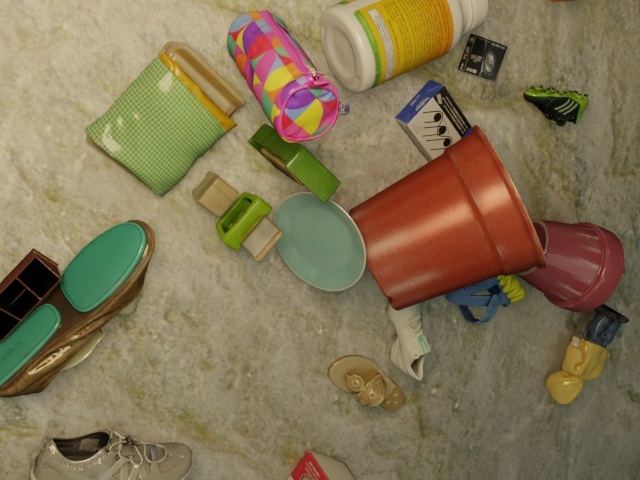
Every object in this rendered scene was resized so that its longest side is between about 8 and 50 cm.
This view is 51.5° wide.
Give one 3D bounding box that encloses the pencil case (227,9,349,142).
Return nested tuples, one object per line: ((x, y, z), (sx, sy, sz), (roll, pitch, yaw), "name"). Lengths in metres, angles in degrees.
((-0.052, -0.233, 0.919), (0.104, 0.236, 0.104), (-18, 137, -17), "pencil case")

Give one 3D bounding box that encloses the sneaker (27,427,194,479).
((-0.350, 0.382, 1.151), (0.281, 0.105, 0.115), (3, 113, -32), "sneaker")

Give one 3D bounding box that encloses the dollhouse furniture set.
((-0.154, -0.118, 0.973), (0.197, 0.151, 0.301), (-49, 129, 1), "dollhouse furniture set")

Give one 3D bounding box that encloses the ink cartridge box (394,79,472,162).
((0.232, -0.191, 1.236), (0.097, 0.046, 0.207), (-47, 129, 0), "ink cartridge box")

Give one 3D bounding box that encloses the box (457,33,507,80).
((0.297, -0.335, 1.216), (0.083, 0.018, 0.067), (7, 110, -34), "box")

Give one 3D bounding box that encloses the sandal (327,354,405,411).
((0.120, 0.322, 1.419), (0.088, 0.079, 0.240), (-51, 129, 2), "sandal")

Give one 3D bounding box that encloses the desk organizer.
((-0.443, 0.081, 0.969), (0.130, 0.050, 0.047), (-47, 129, -2), "desk organizer")

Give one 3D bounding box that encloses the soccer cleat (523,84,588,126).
((0.472, -0.268, 1.333), (0.179, 0.060, 0.072), (-1, 116, -34), "soccer cleat")

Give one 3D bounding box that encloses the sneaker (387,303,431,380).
((0.197, 0.198, 1.391), (0.080, 0.094, 0.212), (-19, 123, -20), "sneaker")

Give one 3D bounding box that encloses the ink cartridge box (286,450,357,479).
((-0.025, 0.646, 1.412), (0.131, 0.226, 0.306), (29, 99, -37), "ink cartridge box")

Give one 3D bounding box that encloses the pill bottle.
((0.135, -0.339, 1.041), (0.246, 0.136, 0.136), (-27, 126, -16), "pill bottle")

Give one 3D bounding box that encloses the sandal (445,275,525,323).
((0.313, 0.080, 1.385), (0.138, 0.126, 0.317), (-46, 127, 3), "sandal")

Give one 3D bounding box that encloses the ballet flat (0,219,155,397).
((-0.359, 0.112, 1.012), (0.342, 0.116, 0.124), (-47, 149, -1), "ballet flat")

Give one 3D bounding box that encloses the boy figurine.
((0.703, 0.305, 1.756), (0.177, 0.092, 0.285), (17, 106, -36), "boy figurine")

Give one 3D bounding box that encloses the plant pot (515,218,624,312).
((0.522, 0.041, 1.453), (0.180, 0.201, 0.201), (19, 105, -21), "plant pot")

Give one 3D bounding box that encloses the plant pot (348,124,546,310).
((0.208, -0.020, 1.161), (0.265, 0.272, 0.272), (-26, 128, 10), "plant pot")

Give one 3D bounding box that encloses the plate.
((0.000, 0.000, 1.126), (0.024, 0.188, 0.188), (-39, 135, -45), "plate")
